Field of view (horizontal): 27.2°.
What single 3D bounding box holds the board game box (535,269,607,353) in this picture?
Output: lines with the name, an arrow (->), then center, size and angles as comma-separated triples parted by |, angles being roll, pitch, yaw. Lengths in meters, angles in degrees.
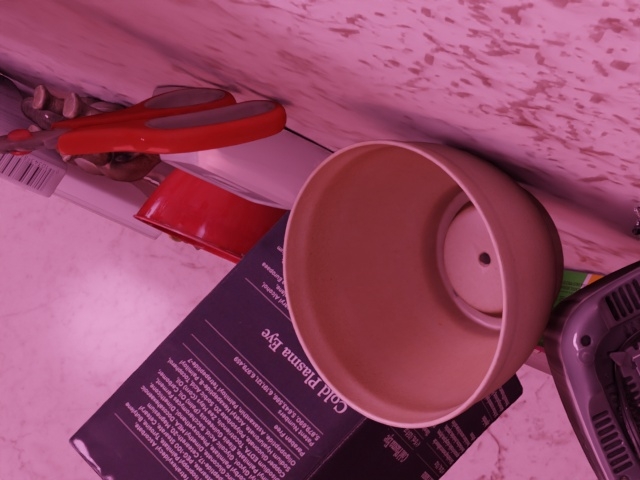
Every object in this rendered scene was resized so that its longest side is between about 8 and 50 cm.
board game box -> 0.322, 0.113, 1.124 | 0.317, 0.064, 0.242 | 24, 176, -14

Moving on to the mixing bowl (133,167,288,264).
mixing bowl -> -0.076, -0.030, 1.250 | 0.181, 0.098, 0.181 | 22, 176, 2

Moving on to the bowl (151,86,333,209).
bowl -> -0.063, -0.067, 1.025 | 0.142, 0.053, 0.142 | 24, 175, -26

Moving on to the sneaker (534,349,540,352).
sneaker -> 0.218, 0.080, 1.464 | 0.073, 0.063, 0.162 | 41, 171, -1

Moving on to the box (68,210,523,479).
box -> -0.001, 0.154, 1.184 | 0.179, 0.312, 0.343 | 41, 174, 23

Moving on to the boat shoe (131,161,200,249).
boat shoe -> -0.115, -0.031, 1.482 | 0.324, 0.096, 0.116 | 24, 176, -15

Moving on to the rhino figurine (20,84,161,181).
rhino figurine -> -0.235, -0.108, 1.309 | 0.106, 0.073, 0.243 | 16, -176, -32

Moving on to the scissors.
scissors -> -0.166, -0.063, 0.820 | 0.297, 0.021, 0.109 | -12, -156, -27

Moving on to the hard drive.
hard drive -> -0.338, -0.117, 1.576 | 0.307, 0.040, 0.203 | 27, -164, -39

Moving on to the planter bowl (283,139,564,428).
planter bowl -> 0.073, 0.017, 0.768 | 0.162, 0.162, 0.109 | 20, -158, 41

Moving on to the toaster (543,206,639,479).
toaster -> 0.204, 0.091, 0.742 | 0.227, 0.129, 0.146 | 62, 180, 2

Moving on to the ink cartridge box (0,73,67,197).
ink cartridge box -> -0.389, -0.147, 1.360 | 0.223, 0.045, 0.224 | 26, -165, -37
